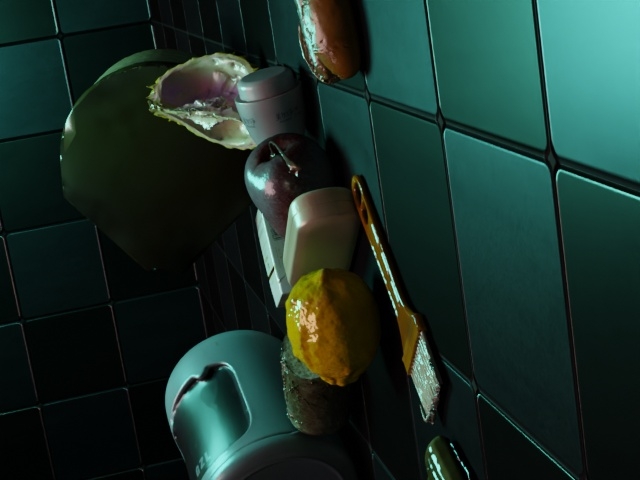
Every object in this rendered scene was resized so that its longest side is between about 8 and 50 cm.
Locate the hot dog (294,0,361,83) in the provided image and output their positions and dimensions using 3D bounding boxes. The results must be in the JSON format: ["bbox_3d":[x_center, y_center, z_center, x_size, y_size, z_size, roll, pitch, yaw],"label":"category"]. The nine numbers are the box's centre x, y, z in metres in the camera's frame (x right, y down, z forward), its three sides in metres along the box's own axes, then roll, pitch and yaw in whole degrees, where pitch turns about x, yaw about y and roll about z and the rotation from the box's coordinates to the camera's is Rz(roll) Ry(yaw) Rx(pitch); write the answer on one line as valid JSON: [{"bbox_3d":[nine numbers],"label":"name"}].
[{"bbox_3d":[0.002,-0.238,1.398,0.090,0.060,0.140,-176,79,-74],"label":"hot dog"}]

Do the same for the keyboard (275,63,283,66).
[{"bbox_3d":[-0.036,-0.120,1.828,0.087,0.017,0.250,-134,34,-68],"label":"keyboard"}]

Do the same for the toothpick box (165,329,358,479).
[{"bbox_3d":[-0.095,0.290,1.985,0.355,0.263,0.263,-121,22,-52],"label":"toothpick box"}]

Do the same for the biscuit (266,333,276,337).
[{"bbox_3d":[-0.079,0.315,2.350,0.335,0.078,0.329,-116,22,-45],"label":"biscuit"}]

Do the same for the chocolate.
[{"bbox_3d":[-0.247,-0.165,2.198,0.326,0.314,0.297,42,-165,-6],"label":"chocolate"}]

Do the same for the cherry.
[{"bbox_3d":[-0.027,-0.053,1.608,0.188,0.115,0.148,-130,49,-58],"label":"cherry"}]

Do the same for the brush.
[{"bbox_3d":[0.079,0.048,1.420,0.090,0.017,0.314,97,160,-51],"label":"brush"}]

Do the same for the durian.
[{"bbox_3d":[-0.152,-0.206,1.970,0.132,0.182,0.165,-27,-85,-55],"label":"durian"}]

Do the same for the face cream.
[{"bbox_3d":[-0.063,-0.175,1.719,0.091,0.091,0.095,-129,22,-68],"label":"face cream"}]

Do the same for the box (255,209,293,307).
[{"bbox_3d":[-0.068,0.022,2.076,0.084,0.040,0.154,119,137,-70],"label":"box"}]

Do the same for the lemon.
[{"bbox_3d":[0.016,0.101,1.532,0.114,0.114,0.155,-125,20,-64],"label":"lemon"}]

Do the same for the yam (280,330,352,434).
[{"bbox_3d":[-0.003,0.190,1.769,0.183,0.107,0.107,86,167,-46],"label":"yam"}]

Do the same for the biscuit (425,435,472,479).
[{"bbox_3d":[0.158,0.317,1.231,0.322,0.038,0.099,-114,14,-49],"label":"biscuit"}]

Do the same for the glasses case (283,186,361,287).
[{"bbox_3d":[0.000,0.000,1.590,0.196,0.083,0.050,103,152,-62],"label":"glasses case"}]
